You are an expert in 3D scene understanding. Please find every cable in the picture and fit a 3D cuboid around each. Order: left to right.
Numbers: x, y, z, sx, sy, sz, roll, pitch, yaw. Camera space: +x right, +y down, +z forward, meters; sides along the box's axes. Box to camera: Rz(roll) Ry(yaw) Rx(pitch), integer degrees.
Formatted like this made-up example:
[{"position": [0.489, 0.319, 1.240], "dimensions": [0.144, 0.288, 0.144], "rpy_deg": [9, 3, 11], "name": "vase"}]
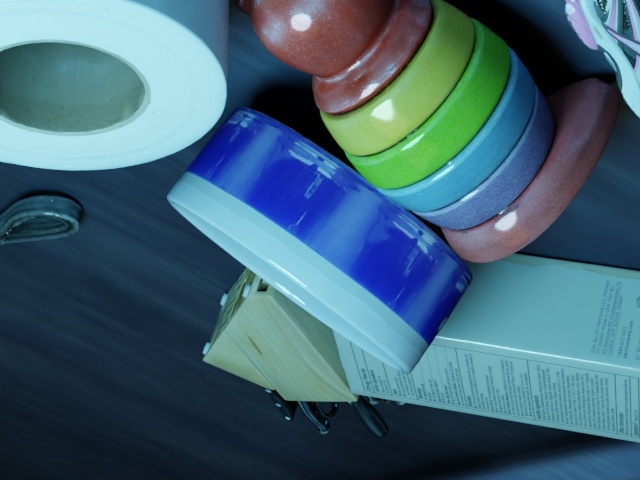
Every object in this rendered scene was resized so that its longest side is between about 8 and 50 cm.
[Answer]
[{"position": [-0.376, 0.005, 1.799], "dimensions": [0.287, 0.072, 0.139], "rpy_deg": [1, 151, 27], "name": "cable"}]

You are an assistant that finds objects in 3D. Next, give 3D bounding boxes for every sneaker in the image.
[{"position": [0.252, -0.147, 1.211], "dimensions": [0.077, 0.072, 0.178], "rpy_deg": [-20, 140, 33], "name": "sneaker"}]

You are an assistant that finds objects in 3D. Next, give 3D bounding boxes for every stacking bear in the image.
[{"position": [0.065, -0.127, 1.265], "dimensions": [0.289, 0.164, 0.175], "rpy_deg": [40, 144, -25], "name": "stacking bear"}]

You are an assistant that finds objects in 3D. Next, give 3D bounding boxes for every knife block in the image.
[{"position": [0.009, 0.115, 1.754], "dimensions": [0.242, 0.088, 0.275], "rpy_deg": [22, 150, -8], "name": "knife block"}]

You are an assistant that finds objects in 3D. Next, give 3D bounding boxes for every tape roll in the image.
[{"position": [-0.189, -0.183, 1.228], "dimensions": [0.246, 0.169, 0.246], "rpy_deg": [-1, 152, -1], "name": "tape roll"}]

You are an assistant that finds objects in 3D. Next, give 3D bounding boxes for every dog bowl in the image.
[{"position": [0.000, 0.000, 1.439], "dimensions": [0.265, 0.104, 0.265], "rpy_deg": [36, 174, 4], "name": "dog bowl"}]

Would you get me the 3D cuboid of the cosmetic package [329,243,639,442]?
[{"position": [0.179, 0.095, 1.603], "dimensions": [0.309, 0.113, 0.160], "rpy_deg": [10, 149, 16], "name": "cosmetic package"}]
